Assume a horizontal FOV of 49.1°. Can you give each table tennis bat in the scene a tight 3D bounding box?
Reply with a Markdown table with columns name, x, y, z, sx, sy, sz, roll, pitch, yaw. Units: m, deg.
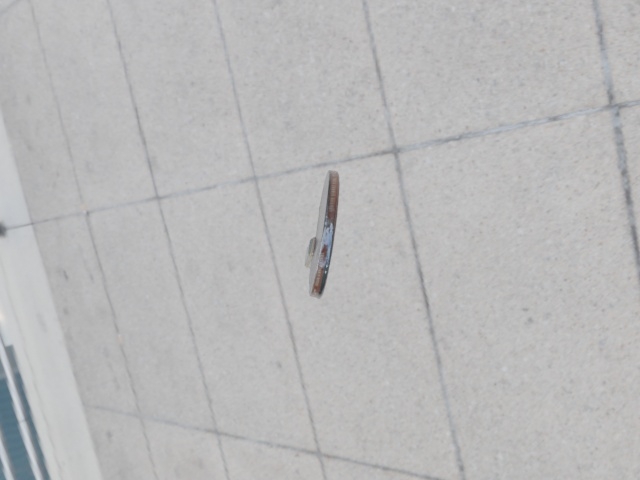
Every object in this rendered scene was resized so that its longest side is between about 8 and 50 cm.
| name | x | y | z | sx | sy | sz | roll | pitch | yaw |
| --- | --- | --- | --- | --- | --- | --- | --- | --- | --- |
| table tennis bat | 0.000 | 0.000 | 0.748 | 0.220 | 0.019 | 0.130 | 116 | 162 | -78 |
